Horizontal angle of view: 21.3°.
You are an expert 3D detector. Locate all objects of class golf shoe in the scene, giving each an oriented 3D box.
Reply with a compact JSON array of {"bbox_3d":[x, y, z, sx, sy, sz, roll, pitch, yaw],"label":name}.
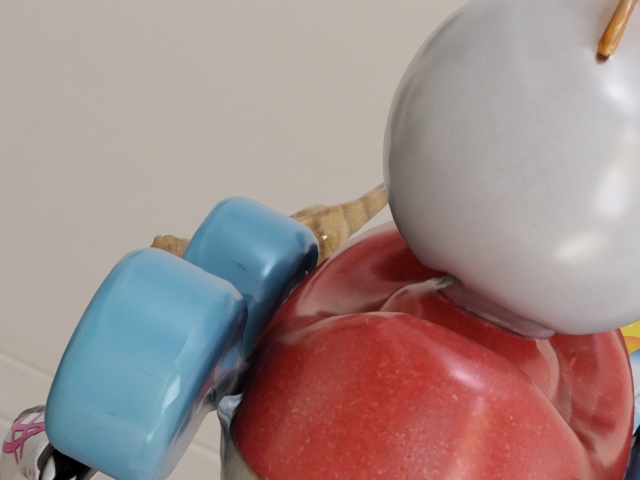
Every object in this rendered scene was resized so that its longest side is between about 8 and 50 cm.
[{"bbox_3d":[-0.214,0.170,1.343,0.186,0.067,0.086,-43,-161,46],"label":"golf shoe"}]

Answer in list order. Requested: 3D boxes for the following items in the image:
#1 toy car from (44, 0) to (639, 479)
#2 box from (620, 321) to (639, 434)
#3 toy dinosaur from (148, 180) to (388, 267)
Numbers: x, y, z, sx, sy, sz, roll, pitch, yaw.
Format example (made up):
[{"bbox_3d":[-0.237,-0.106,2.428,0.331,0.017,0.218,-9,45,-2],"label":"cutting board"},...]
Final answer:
[{"bbox_3d":[0.069,-0.004,0.558,0.238,0.219,0.210,-66,173,15],"label":"toy car"},{"bbox_3d":[0.131,0.060,0.867,0.044,0.233,0.159,-101,172,-66],"label":"box"},{"bbox_3d":[0.000,0.000,0.949,0.211,0.064,0.112,-26,140,-30],"label":"toy dinosaur"}]
